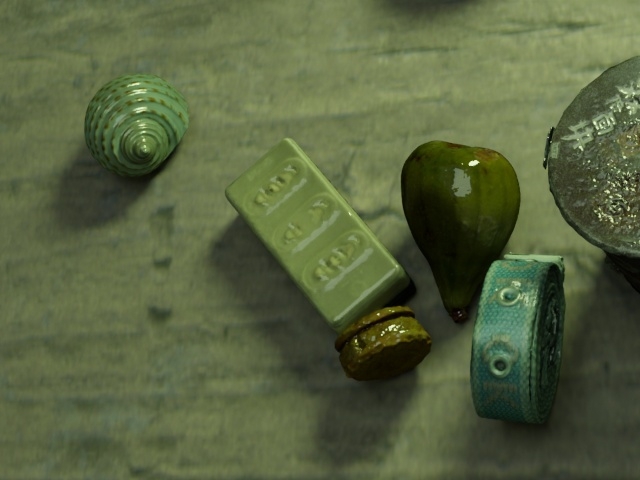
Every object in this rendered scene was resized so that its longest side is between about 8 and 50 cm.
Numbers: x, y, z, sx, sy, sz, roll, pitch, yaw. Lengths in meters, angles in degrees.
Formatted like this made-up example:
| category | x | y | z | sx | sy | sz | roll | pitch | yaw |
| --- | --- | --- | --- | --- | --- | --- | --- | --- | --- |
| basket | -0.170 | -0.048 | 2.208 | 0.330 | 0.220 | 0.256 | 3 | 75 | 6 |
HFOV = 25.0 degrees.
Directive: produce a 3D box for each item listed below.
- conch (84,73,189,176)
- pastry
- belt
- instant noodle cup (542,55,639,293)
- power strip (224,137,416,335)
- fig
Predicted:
| category | x | y | z | sx | sy | sz | roll | pitch | yaw |
| --- | --- | --- | --- | --- | --- | --- | --- | --- | --- |
| conch | -0.231 | -0.154 | 1.792 | 0.135 | 0.102 | 0.153 | -25 | 58 | -6 |
| pastry | 0.066 | 0.110 | 1.538 | 0.109 | 0.097 | 0.057 | -52 | 52 | 47 |
| belt | 0.204 | 0.100 | 1.457 | 0.082 | 0.147 | 0.163 | 2 | 96 | 21 |
| instant noodle cup | 0.350 | -0.045 | 1.418 | 0.217 | 0.207 | 0.218 | -9 | 65 | 21 |
| power strip | 0.000 | 0.000 | 1.633 | 0.105 | 0.070 | 0.257 | -41 | 59 | 2 |
| fig | 0.155 | -0.018 | 1.568 | 0.132 | 0.185 | 0.126 | 5 | 28 | 29 |
